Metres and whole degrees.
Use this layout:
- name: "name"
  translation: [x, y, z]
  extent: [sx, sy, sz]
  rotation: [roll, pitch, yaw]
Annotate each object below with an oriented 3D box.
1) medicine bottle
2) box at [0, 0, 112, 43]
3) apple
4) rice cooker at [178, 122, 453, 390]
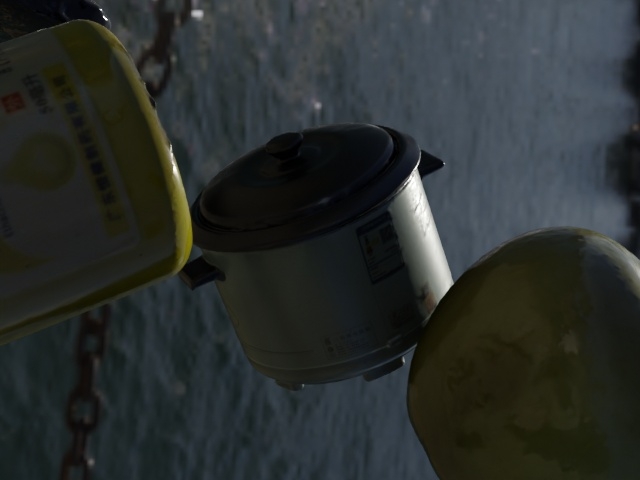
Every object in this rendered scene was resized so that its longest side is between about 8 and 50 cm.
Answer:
- name: "medicine bottle"
  translation: [-0.172, -0.006, 0.595]
  extent: [0.122, 0.212, 0.122]
  rotation: [57, -19, 33]
- name: "box"
  translation: [-0.454, -0.311, 1.606]
  extent: [0.359, 0.350, 0.091]
  rotation: [24, 84, -41]
- name: "apple"
  translation: [0.220, 0.135, 1.261]
  extent: [0.292, 0.254, 0.292]
  rotation: [45, 22, -23]
- name: "rice cooker"
  translation: [0.000, 0.000, 1.386]
  extent: [0.241, 0.280, 0.227]
  rotation: [40, -26, 63]
